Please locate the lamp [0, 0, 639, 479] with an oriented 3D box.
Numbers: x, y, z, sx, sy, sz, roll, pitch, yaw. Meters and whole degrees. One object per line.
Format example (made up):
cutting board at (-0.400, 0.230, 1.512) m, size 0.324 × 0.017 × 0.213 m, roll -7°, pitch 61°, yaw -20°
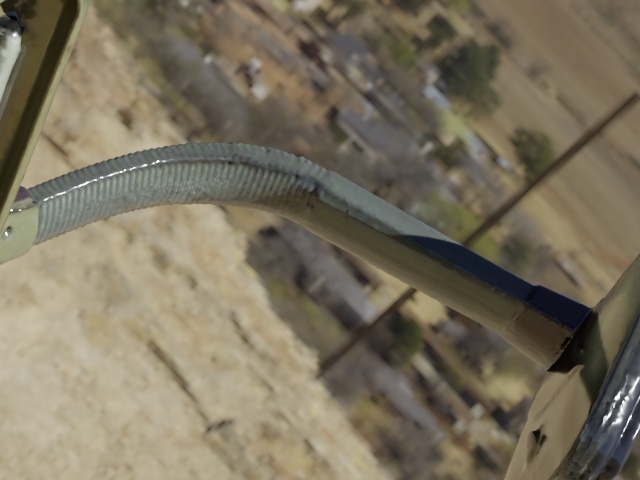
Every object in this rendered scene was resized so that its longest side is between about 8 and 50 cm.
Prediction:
lamp at (-0.001, -0.006, 0.540) m, size 0.283 × 0.203 × 0.125 m, roll 18°, pitch 57°, yaw -7°
